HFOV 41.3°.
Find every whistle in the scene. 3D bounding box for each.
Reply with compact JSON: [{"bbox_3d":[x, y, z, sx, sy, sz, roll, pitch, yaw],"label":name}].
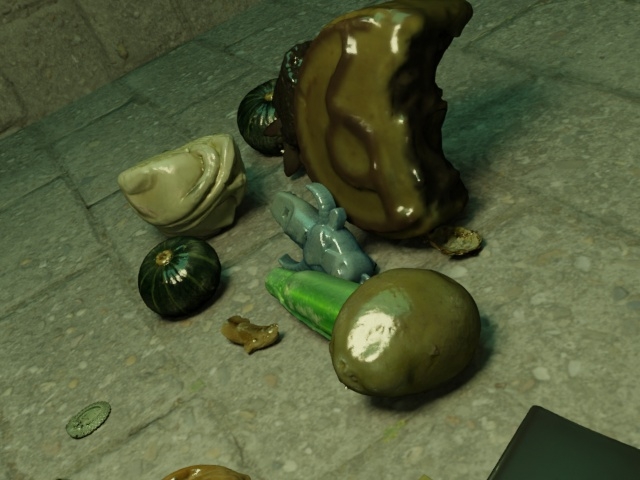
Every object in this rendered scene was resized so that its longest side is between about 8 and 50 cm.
[{"bbox_3d":[0.000,0.000,1.519,0.093,0.180,0.269,-13,42,-45],"label":"whistle"}]

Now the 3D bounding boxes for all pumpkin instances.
[{"bbox_3d":[-0.269,0.068,1.624,0.167,0.125,0.167,-20,30,12],"label":"pumpkin"},{"bbox_3d":[-0.099,-0.301,2.069,0.212,0.152,0.211,-6,46,6],"label":"pumpkin"}]

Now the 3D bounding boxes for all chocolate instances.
[{"bbox_3d":[0.003,0.101,1.413,0.110,0.110,0.291,-38,30,-22],"label":"chocolate"}]

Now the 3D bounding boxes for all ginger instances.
[{"bbox_3d":[-0.129,0.159,1.468,0.137,0.044,0.057,10,26,42],"label":"ginger"}]

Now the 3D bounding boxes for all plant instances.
[{"bbox_3d":[-0.020,-0.270,1.818,0.194,0.320,0.181,-6,58,-8],"label":"plant"}]

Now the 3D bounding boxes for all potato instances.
[{"bbox_3d":[0.120,0.131,1.212,0.235,0.160,0.178,-37,40,-25],"label":"potato"}]

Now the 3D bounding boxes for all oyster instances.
[{"bbox_3d":[0.226,-0.001,1.480,0.086,0.029,0.132,-20,26,-6],"label":"oyster"}]

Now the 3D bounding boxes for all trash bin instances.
[{"bbox_3d":[0.239,0.309,0.879,0.165,0.115,0.225,20,52,38],"label":"trash bin"}]

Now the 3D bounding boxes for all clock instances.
[{"bbox_3d":[-0.397,0.305,1.456,0.083,0.010,0.074,-39,33,-25],"label":"clock"}]

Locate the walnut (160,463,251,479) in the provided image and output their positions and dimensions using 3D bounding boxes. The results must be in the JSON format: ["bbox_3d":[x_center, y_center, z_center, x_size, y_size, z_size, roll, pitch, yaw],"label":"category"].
[{"bbox_3d":[-0.154,0.361,1.059,0.184,0.155,0.155,-39,33,-27],"label":"walnut"}]

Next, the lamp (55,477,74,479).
[{"bbox_3d":[-0.315,0.454,1.007,0.269,0.047,0.266,22,83,52],"label":"lamp"}]

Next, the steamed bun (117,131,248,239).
[{"bbox_3d":[-0.277,-0.098,1.811,0.268,0.207,0.280,-22,11,-4],"label":"steamed bun"}]

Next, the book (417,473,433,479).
[{"bbox_3d":[0.129,0.370,0.978,0.168,0.013,0.192,-38,32,-22],"label":"book"}]

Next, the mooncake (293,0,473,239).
[{"bbox_3d":[0.138,-0.213,1.490,0.246,0.394,0.393,-21,-18,-45],"label":"mooncake"}]
